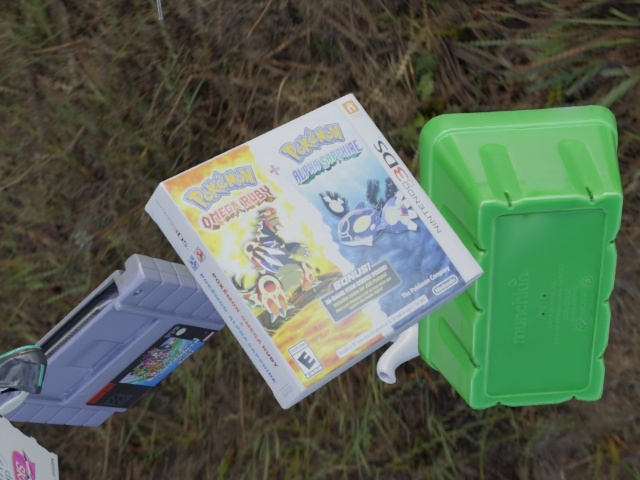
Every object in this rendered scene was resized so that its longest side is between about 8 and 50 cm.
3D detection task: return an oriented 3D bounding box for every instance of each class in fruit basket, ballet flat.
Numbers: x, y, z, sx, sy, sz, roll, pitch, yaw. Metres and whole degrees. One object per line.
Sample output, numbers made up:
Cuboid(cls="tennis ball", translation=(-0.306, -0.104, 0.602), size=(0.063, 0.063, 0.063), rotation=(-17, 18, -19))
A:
Cuboid(cls="fruit basket", translation=(0.262, -0.009, 1.534), size=(0.283, 0.392, 0.392), rotation=(-4, 106, -4))
Cuboid(cls="ballet flat", translation=(-0.407, 0.183, 1.418), size=(0.203, 0.074, 0.074), rotation=(-19, 106, 27))

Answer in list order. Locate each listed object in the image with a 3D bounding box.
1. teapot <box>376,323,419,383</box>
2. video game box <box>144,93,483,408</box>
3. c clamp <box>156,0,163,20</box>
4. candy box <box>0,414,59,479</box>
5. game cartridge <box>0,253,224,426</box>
Cuboid(cls="teapot", translation=(0.098, 0.047, 1.775), size=(0.187, 0.256, 0.253), rotation=(-15, 105, -13))
Cuboid(cls="video game box", translation=(0.000, 0.000, 0.916), size=(0.187, 0.205, 0.048), rotation=(53, 144, 10))
Cuboid(cls="c clamp", translation=(-0.229, -0.394, 1.727), size=(0.022, 0.161, 0.137), rotation=(-3, 104, 5))
Cuboid(cls="candy box", translation=(-0.298, 0.219, 0.993), size=(0.070, 0.165, 0.196), rotation=(-26, 138, 10))
Cuboid(cls="game cartridge", translation=(-0.298, 0.160, 1.745), size=(0.355, 0.068, 0.230), rotation=(-41, 145, 23))
